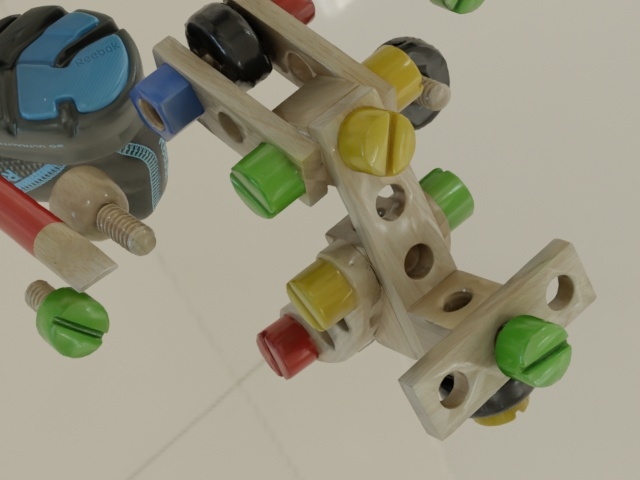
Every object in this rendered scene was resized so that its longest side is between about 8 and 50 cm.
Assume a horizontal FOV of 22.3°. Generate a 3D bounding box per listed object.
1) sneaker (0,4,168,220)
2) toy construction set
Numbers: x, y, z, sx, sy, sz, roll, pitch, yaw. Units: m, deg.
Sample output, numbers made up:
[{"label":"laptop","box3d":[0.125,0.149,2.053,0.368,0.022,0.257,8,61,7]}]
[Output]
[{"label":"sneaker","box3d":[-0.257,-0.078,1.040,0.139,0.341,0.125,69,39,-54]},{"label":"toy construction set","box3d":[0.000,0.000,0.870,0.309,0.237,0.257,-12,116,-30]}]
